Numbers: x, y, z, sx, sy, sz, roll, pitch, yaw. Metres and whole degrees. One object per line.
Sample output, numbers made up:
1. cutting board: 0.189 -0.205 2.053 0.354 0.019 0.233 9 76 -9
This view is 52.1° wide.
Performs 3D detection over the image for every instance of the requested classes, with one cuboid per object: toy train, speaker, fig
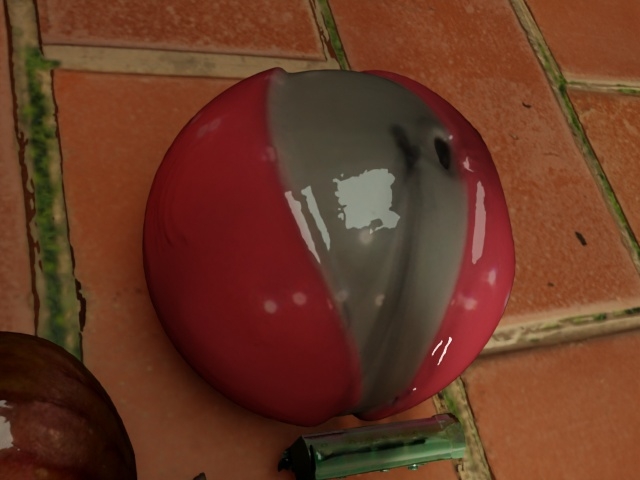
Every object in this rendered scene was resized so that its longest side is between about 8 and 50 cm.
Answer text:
1. toy train: 0.039 0.166 0.518 0.148 0.071 0.038 0 64 -24
2. speaker: 0.000 0.000 0.529 0.294 0.294 0.294 11 60 -19
3. fig: -0.179 0.151 0.391 0.149 0.148 0.202 -26 111 1
